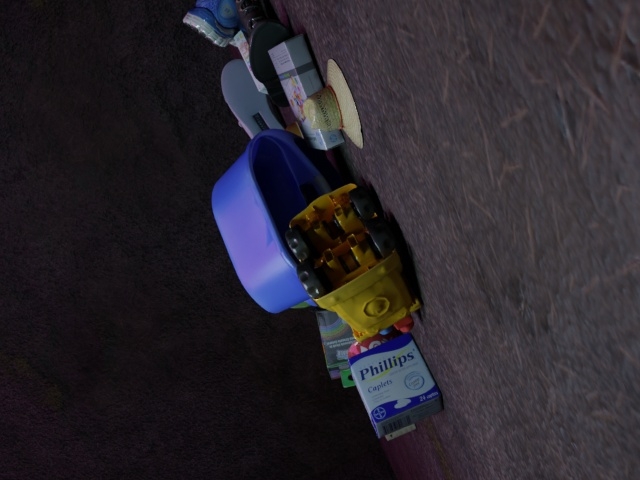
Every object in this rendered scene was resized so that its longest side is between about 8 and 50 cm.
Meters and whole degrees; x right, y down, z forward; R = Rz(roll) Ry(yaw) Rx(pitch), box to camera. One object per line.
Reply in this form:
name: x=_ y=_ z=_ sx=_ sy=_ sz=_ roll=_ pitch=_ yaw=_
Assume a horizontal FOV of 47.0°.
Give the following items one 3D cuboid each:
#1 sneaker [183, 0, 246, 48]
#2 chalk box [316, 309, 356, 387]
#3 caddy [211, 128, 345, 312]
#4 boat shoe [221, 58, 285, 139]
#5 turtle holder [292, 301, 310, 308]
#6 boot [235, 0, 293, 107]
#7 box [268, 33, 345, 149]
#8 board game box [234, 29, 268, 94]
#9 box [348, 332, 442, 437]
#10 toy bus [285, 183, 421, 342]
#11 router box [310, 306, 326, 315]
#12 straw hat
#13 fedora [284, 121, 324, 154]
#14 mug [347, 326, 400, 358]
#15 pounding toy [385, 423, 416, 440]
sneaker: x=-0.187 y=-0.515 z=1.634 sx=0.130 sy=0.147 sz=0.330 roll=35 pitch=-163 yaw=-5
chalk box: x=0.075 y=0.300 z=2.030 sx=0.132 sy=0.132 sz=0.213 roll=77 pitch=-179 yaw=-65
caddy: x=-0.037 y=-0.035 z=1.307 sx=0.241 sy=0.179 sz=0.341 roll=-4 pitch=-115 yaw=-51
boat shoe: x=-0.180 y=-0.373 z=2.242 sx=0.367 sy=0.136 sz=0.156 roll=58 pitch=177 yaw=10
turtle holder: x=-0.090 y=0.062 z=2.478 sx=0.320 sy=0.243 sz=0.227 roll=60 pitch=-167 yaw=-2
boot: x=-0.118 y=-0.400 z=1.422 sx=0.263 sy=0.091 sz=0.229 roll=73 pitch=174 yaw=-68
box: x=-0.026 y=-0.247 z=1.249 sx=0.186 sy=0.038 sz=0.145 roll=66 pitch=171 yaw=-14
board game box: x=-0.115 y=-0.370 z=1.568 sx=0.103 sy=0.026 sz=0.154 roll=9 pitch=-130 yaw=-51
box: x=0.131 y=0.255 z=1.303 sx=0.072 sy=0.126 sz=0.137 roll=71 pitch=175 yaw=-52
toy bus: x=0.066 y=0.048 z=1.141 sx=0.211 sy=0.149 sz=0.220 roll=52 pitch=-171 yaw=-36
router box: x=0.050 y=0.269 z=2.419 sx=0.179 sy=0.046 sz=0.133 roll=35 pitch=173 yaw=2
straw hat: x=0.008 y=-0.188 z=1.062 sx=0.144 sy=0.061 sz=0.144 roll=158 pitch=90 yaw=-86
fedora: x=-0.045 y=-0.197 z=1.597 sx=0.194 sy=0.079 sz=0.194 roll=159 pitch=90 yaw=-85
mug: x=0.154 y=0.264 z=1.427 sx=0.169 sy=0.150 sz=0.113 roll=60 pitch=135 yaw=39
pounding toy: x=0.161 y=0.399 z=1.891 sx=0.181 sy=0.094 sz=0.206 roll=141 pitch=107 yaw=-86
